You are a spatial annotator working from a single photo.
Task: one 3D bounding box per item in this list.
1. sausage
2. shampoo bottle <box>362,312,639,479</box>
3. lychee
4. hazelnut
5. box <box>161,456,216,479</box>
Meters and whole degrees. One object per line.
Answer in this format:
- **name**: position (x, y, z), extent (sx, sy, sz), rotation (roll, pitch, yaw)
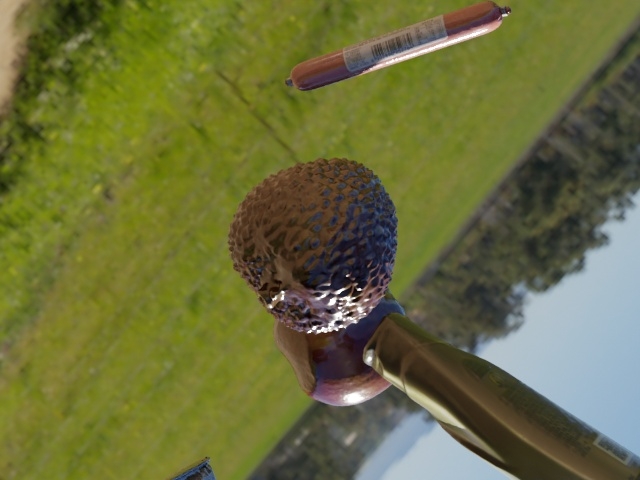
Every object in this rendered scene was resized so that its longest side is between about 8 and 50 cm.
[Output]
- **sausage**: position (0.068, -0.177, 1.234), extent (0.223, 0.029, 0.029), rotation (-16, -175, 19)
- **shampoo bottle**: position (0.199, 0.189, 1.333), extent (0.084, 0.350, 0.125), rotation (-62, 165, 17)
- **lychee**: position (-0.005, 0.004, 1.443), extent (0.194, 0.194, 0.194), rotation (-48, 173, -8)
- **hazelnut**: position (0.025, 0.113, 1.792), extent (0.178, 0.178, 0.204), rotation (-52, -152, 22)
- **box**: position (-0.204, 0.356, 1.287), extent (0.225, 0.190, 0.297), rotation (-27, 173, 11)
